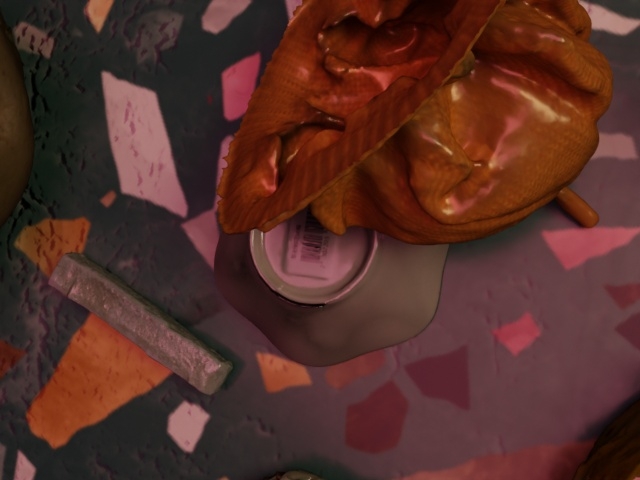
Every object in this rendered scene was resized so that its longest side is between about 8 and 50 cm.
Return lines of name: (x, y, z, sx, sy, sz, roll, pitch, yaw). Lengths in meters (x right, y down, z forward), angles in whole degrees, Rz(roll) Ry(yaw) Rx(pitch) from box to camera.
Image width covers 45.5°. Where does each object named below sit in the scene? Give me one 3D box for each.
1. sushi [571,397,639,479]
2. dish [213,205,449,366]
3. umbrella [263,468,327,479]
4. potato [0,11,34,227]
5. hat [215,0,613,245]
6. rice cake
sushi: (0.195, 0.211, 0.453, 0.131, 0.139, 0.291, 29, 91, 7)
dish: (0.000, 0.000, 0.551, 0.191, 0.066, 0.190, -1, 86, 13)
umbrella: (0.004, 0.198, 0.538, 0.143, 0.067, 0.062, 7, 117, 8)
potato: (-0.357, -0.065, 0.566, 0.243, 0.221, 0.326, 42, 86, 3)
hat: (0.100, -0.056, 0.478, 0.233, 0.233, 0.244, 31, 82, -28)
rice cake: (-0.143, 0.064, 0.601, 0.171, 0.029, 0.033, 33, 97, 14)
